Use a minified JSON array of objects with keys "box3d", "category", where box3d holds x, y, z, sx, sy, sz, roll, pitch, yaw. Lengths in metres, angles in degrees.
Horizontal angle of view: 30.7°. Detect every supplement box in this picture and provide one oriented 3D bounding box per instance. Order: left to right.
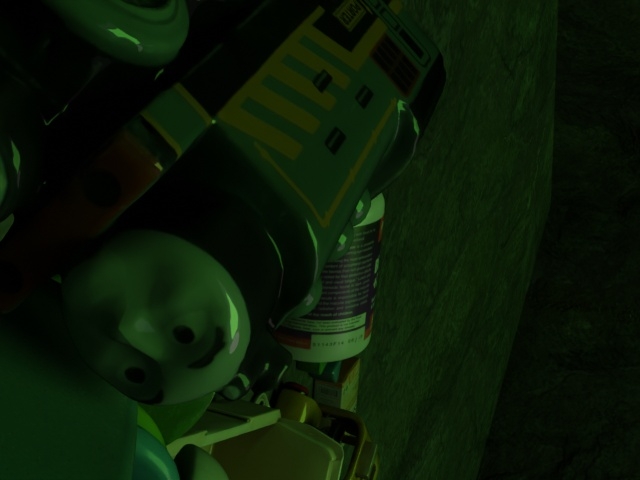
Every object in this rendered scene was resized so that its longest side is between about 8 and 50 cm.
[{"box3d":[0.017,0.187,1.336,0.062,0.036,0.098,-49,147,-58],"category":"supplement box"}]

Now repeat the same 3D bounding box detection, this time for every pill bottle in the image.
[{"box3d":[0.000,0.000,1.027,0.108,0.108,0.193,-44,142,-62],"category":"pill bottle"}]

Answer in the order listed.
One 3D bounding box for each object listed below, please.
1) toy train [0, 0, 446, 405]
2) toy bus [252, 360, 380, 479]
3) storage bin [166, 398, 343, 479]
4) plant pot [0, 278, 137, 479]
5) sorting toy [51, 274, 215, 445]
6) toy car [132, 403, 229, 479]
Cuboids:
[{"box3d":[-0.049,-0.066,0.513,0.142,0.190,0.334,-39,-169,28],"category":"toy train"},{"box3d":[0.005,0.218,1.200,0.202,0.104,0.191,-44,142,-63],"category":"toy bus"},{"box3d":[-0.092,0.266,0.882,0.262,0.123,0.260,9,93,-73],"category":"storage bin"},{"box3d":[-0.164,0.100,0.405,0.165,0.166,0.234,-56,-170,28],"category":"plant pot"},{"box3d":[-0.123,0.034,0.719,0.126,0.127,0.365,-152,-105,-76],"category":"sorting toy"},{"box3d":[-0.127,0.163,0.586,0.136,0.159,0.182,148,-39,-69],"category":"toy car"}]
